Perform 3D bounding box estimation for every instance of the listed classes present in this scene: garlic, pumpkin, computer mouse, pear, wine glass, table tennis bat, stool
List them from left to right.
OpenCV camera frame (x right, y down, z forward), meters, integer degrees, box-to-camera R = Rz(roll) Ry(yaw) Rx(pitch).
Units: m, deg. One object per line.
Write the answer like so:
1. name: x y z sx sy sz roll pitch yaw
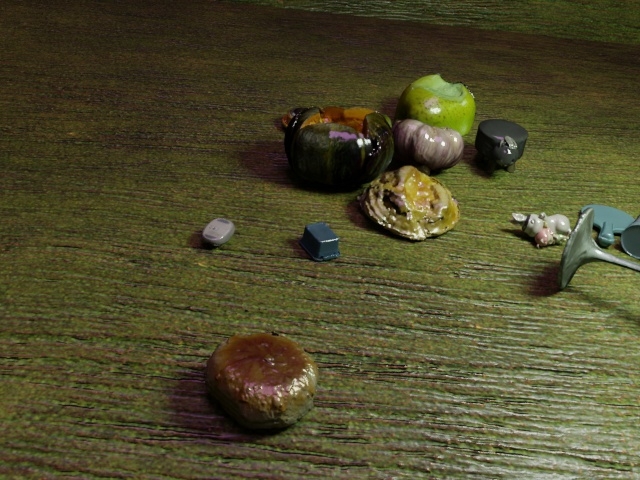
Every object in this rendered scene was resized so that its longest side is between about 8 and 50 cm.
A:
1. computer mouse: -0.243 -0.015 1.592 0.066 0.039 0.096 17 42 15
2. pumpkin: 0.055 -0.272 1.896 0.321 0.192 0.320 1 31 0
3. garlic: 0.311 -0.274 2.007 0.245 0.160 0.245 11 12 -2
4. pear: 0.373 -0.459 2.299 0.293 0.159 0.292 4 36 -3
5. stool: 0.550 -0.285 2.081 0.153 0.139 0.228 20 36 19
6. table tennis bat: 0.802 -0.047 1.865 0.153 0.040 0.244 18 30 17
7. wine glass: 0.757 0.079 1.473 0.406 0.267 0.267 24 36 29

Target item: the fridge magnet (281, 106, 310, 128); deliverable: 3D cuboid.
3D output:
1. fridge magnet: -0.055 -0.392 2.186 0.143 0.063 0.143 4 36 -3

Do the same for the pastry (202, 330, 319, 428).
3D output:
1. pastry: -0.100 0.241 1.180 0.193 0.093 0.182 31 37 32

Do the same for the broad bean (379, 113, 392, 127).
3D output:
1. broad bean: 0.155 -0.363 2.182 0.175 0.082 0.124 -11 36 -10

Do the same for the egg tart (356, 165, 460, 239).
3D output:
1. egg tart: 0.240 -0.117 1.780 0.297 0.132 0.297 6 39 -5

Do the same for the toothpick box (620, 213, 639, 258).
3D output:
1. toothpick box: 0.878 -0.023 1.784 0.101 0.101 0.153 31 40 31

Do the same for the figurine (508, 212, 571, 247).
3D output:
1. figurine: 0.579 -0.033 1.753 0.146 0.081 0.098 1 34 -11

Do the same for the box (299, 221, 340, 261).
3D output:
1. box: 0.000 0.000 1.604 0.074 0.054 0.099 -13 39 -26
